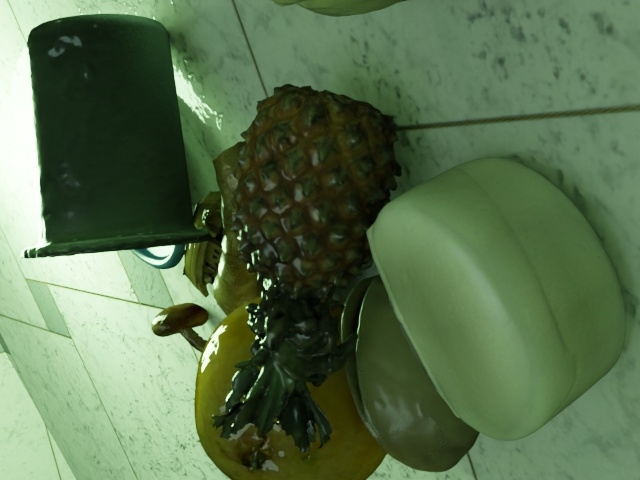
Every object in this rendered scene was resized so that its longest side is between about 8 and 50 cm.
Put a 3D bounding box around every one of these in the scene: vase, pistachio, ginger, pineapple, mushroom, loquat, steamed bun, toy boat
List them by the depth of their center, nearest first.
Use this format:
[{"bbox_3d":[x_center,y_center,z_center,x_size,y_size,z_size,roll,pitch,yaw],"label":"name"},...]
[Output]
[{"bbox_3d":[0.163,0.049,0.782,0.164,0.146,0.242,-10,108,61],"label":"steamed bun"},{"bbox_3d":[-0.027,0.030,0.887,0.175,0.175,0.361,19,96,46],"label":"pineapple"},{"bbox_3d":[0.103,0.136,0.942,0.126,0.152,0.223,-36,66,61],"label":"pistachio"},{"bbox_3d":[-0.027,0.188,1.080,0.263,0.263,0.263,34,140,34],"label":"loquat"},{"bbox_3d":[-0.274,-0.128,1.121,0.245,0.245,0.291,-1,96,54],"label":"vase"},{"bbox_3d":[-0.104,0.003,1.147,0.118,0.065,0.299,35,141,34],"label":"ginger"},{"bbox_3d":[-0.149,0.008,1.260,0.072,0.064,0.206,31,140,11],"label":"toy boat"},{"bbox_3d":[-0.211,0.141,1.447,0.129,0.073,0.088,23,153,-13],"label":"mushroom"}]

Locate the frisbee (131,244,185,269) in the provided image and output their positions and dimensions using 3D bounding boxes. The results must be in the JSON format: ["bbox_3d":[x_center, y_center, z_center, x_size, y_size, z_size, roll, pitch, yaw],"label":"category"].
[{"bbox_3d":[-0.280,-0.094,1.362,0.289,0.049,0.290,33,136,38],"label":"frisbee"}]

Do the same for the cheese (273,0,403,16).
[{"bbox_3d":[0.012,-0.267,0.681,0.174,0.251,0.248,62,163,-3],"label":"cheese"}]

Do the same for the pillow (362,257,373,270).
[{"bbox_3d":[0.000,0.000,1.049,0.119,0.053,0.208,65,156,7],"label":"pillow"}]
